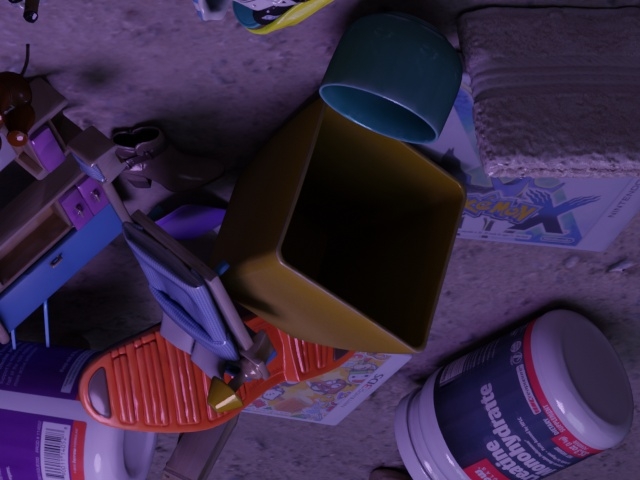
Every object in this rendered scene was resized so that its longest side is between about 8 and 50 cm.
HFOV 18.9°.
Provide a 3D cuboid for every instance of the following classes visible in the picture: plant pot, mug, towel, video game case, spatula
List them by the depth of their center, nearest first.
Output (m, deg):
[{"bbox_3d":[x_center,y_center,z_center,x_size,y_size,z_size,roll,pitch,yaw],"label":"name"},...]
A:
[{"bbox_3d":[0.065,-0.170,1.921,0.157,0.097,0.129,15,166,38],"label":"mug"},{"bbox_3d":[0.284,-0.146,1.930,0.282,0.187,0.049,-1,152,-12],"label":"towel"},{"bbox_3d":[0.000,0.000,2.070,0.212,0.212,0.187,34,147,-29],"label":"plant pot"},{"bbox_3d":[0.238,-0.090,2.151,0.329,0.036,0.300,6,146,-20],"label":"video game case"},{"bbox_3d":[-0.082,0.013,2.251,0.084,0.030,0.296,-29,143,32],"label":"spatula"},{"bbox_3d":[-0.027,0.175,2.526,0.227,0.026,0.206,12,143,-28],"label":"video game case"}]

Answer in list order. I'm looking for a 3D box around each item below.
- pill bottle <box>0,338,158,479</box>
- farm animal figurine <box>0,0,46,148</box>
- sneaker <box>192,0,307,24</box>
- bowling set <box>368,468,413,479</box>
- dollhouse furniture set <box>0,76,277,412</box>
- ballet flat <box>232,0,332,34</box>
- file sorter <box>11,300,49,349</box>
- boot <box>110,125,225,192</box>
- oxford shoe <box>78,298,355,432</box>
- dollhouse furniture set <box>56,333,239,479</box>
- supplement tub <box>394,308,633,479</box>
[{"bbox_3d":[-0.363,0.206,2.260,0.322,0.182,0.181,7,151,15],"label":"pill bottle"},{"bbox_3d":[-0.398,-0.217,1.709,0.330,0.172,0.327,13,131,-17],"label":"farm animal figurine"},{"bbox_3d":[-0.022,-0.241,1.738,0.237,0.086,0.085,0,-165,40],"label":"sneaker"},{"bbox_3d":[0.212,0.381,2.756,0.154,0.200,0.287,17,144,-36],"label":"bowling set"},{"bbox_3d":[-0.225,0.049,1.970,0.198,0.303,0.286,-44,150,-14],"label":"dollhouse furniture set"},{"bbox_3d":[0.015,-0.264,1.806,0.231,0.077,0.077,-30,163,36],"label":"ballet flat"},{"bbox_3d":[-0.392,0.062,2.194,0.170,0.104,0.118,-3,148,-8],"label":"file sorter"},{"bbox_3d":[-0.167,-0.090,2.060,0.118,0.042,0.087,-10,146,2],"label":"boot"},{"bbox_3d":[-0.128,0.129,2.208,0.363,0.130,0.132,-13,-163,-33],"label":"oxford shoe"},{"bbox_3d":[-0.241,0.219,2.466,0.242,0.161,0.212,25,146,5],"label":"dollhouse furniture set"},{"bbox_3d":[0.251,0.223,2.507,0.272,0.191,0.191,-31,141,32],"label":"supplement tub"}]
